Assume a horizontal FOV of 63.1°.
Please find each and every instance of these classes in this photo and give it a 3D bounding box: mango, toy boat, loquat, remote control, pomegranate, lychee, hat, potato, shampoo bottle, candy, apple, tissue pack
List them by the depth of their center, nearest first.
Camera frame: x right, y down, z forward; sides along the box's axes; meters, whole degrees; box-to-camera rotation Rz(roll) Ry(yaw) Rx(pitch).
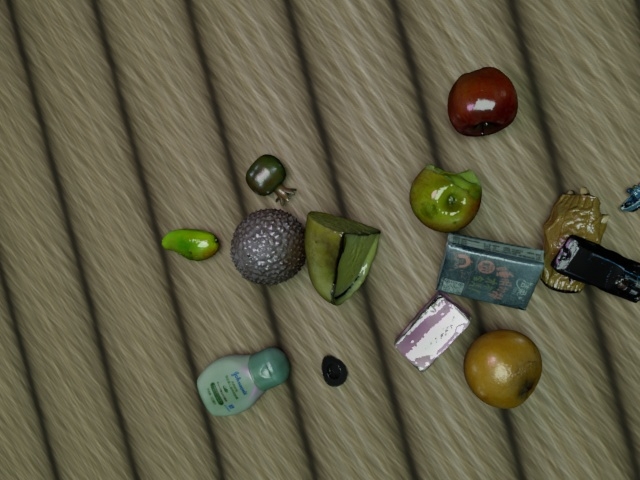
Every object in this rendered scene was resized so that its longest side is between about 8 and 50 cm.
[{"bbox_3d":[0.915,0.103,1.667,0.399,0.062,0.144,18,109,-21],"label":"remote control"},{"bbox_3d":[1.048,-0.154,1.726,0.061,0.060,0.137,30,105,-11],"label":"toy boat"},{"bbox_3d":[0.534,-0.456,1.737,0.234,0.234,0.234,1,93,11],"label":"apple"},{"bbox_3d":[0.609,0.424,1.744,0.263,0.263,0.263,1,93,11],"label":"loquat"},{"bbox_3d":[0.426,-0.150,1.765,0.246,0.226,0.246,1,95,9],"label":"apple"},{"bbox_3d":[0.566,0.110,1.766,0.316,0.103,0.228,12,134,10],"label":"tissue pack"},{"bbox_3d":[0.034,0.061,1.830,0.213,0.330,0.280,23,104,27],"label":"potato"},{"bbox_3d":[0.396,0.321,1.851,0.155,0.116,0.265,40,99,6],"label":"candy"},{"bbox_3d":[-0.185,0.035,1.870,0.300,0.300,0.300,1,93,11],"label":"lychee"},{"bbox_3d":[-0.180,-0.223,1.939,0.191,0.131,0.152,39,94,-16],"label":"pomegranate"},{"bbox_3d":[0.041,0.491,1.958,0.121,0.121,0.050,55,142,4],"label":"hat"},{"bbox_3d":[-0.280,0.522,1.978,0.349,0.151,0.222,-25,86,11],"label":"shampoo bottle"},{"bbox_3d":[-0.500,0.017,2.015,0.233,0.111,0.125,0,89,12],"label":"mango"}]

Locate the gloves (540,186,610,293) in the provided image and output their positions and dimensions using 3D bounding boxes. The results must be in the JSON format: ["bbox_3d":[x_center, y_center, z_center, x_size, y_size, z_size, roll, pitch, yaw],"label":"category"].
[{"bbox_3d":[0.840,-0.001,1.728,0.203,0.155,0.356,10,91,7],"label":"gloves"}]
